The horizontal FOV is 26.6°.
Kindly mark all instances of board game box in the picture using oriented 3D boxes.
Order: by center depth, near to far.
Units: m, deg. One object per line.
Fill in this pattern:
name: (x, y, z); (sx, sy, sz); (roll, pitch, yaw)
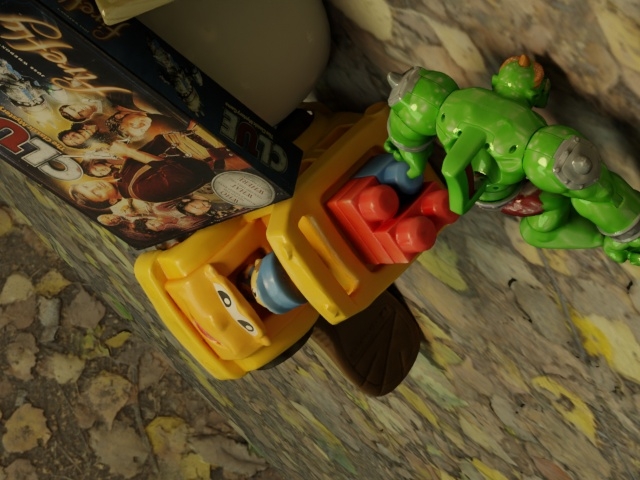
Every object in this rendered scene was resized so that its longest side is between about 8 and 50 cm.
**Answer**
board game box: (-0.153, -0.086, 0.910); (0.165, 0.042, 0.243); (-17, 138, 40)

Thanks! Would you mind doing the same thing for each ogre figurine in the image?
ogre figurine: (0.114, -0.049, 0.822); (0.197, 0.097, 0.118); (49, 180, 29)

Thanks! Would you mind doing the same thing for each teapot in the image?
teapot: (-0.129, -0.152, 1.003); (0.256, 0.187, 0.252); (52, 163, -25)

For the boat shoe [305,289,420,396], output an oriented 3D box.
boat shoe: (-0.023, 0.026, 1.293); (0.110, 0.121, 0.341); (27, 157, 45)

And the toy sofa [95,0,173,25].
toy sofa: (-0.089, -0.291, 0.688); (0.362, 0.177, 0.150); (78, 167, -63)

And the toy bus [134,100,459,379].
toy bus: (0.000, 0.000, 1.017); (0.149, 0.220, 0.211); (55, 156, -20)
